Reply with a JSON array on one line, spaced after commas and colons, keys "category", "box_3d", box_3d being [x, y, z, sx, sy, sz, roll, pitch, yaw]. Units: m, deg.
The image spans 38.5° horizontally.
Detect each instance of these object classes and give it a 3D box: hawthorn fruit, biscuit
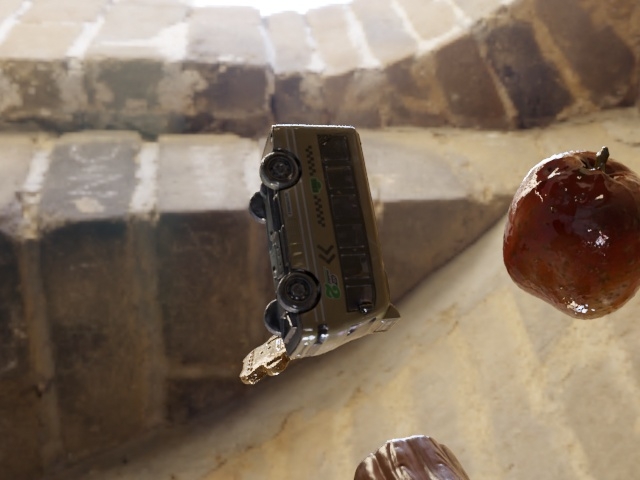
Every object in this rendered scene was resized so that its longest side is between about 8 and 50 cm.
[{"category": "hawthorn fruit", "box_3d": [0.456, -0.025, 1.594, 0.275, 0.275, 0.300, -105, -160, -56]}, {"category": "biscuit", "box_3d": [-0.062, 0.185, 1.586, 0.027, 0.184, 0.133, 56, 23, -15]}]

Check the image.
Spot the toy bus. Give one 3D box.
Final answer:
[{"category": "toy bus", "box_3d": [0.000, 0.000, 1.195, 0.139, 0.157, 0.290, 116, -33, -65]}]

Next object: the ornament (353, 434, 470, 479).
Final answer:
[{"category": "ornament", "box_3d": [0.163, 0.420, 1.366, 0.235, 0.221, 0.217, -58, -154, 15]}]
